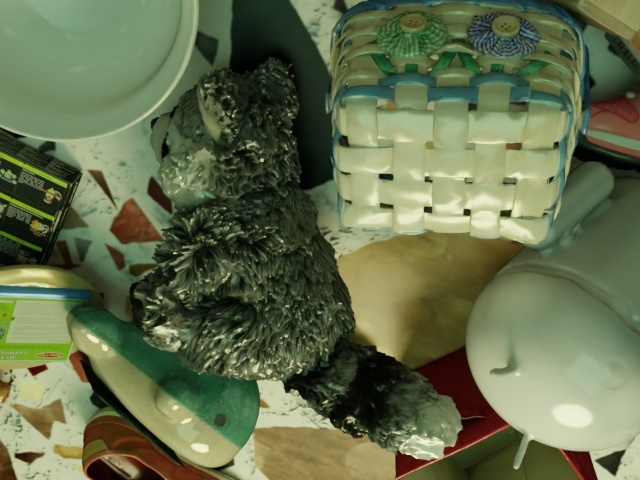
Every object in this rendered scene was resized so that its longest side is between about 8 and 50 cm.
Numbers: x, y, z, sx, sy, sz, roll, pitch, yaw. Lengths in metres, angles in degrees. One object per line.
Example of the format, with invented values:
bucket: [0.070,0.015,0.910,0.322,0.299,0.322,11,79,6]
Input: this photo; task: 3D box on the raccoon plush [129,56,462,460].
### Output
raccoon plush: [0.000,0.000,0.860,0.446,0.216,0.299,23,113,-2]

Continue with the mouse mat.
mouse mat: [-0.248,0.220,1.028,0.007,0.189,0.152,-47,109,-11]

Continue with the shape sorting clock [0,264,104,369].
shape sorting clock: [-0.380,0.099,1.004,0.206,0.040,0.206,-14,138,-14]

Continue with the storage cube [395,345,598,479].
storage cube: [0.216,0.251,0.984,0.183,0.193,0.215,-32,110,19]

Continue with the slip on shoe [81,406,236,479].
slip on shoe: [-0.208,0.370,1.135,0.123,0.101,0.331,-41,109,20]

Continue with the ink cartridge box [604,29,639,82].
ink cartridge box: [0.393,-0.199,0.763,0.179,0.045,0.145,-35,83,4]

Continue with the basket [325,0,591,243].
basket: [0.129,-0.132,0.731,0.254,0.289,0.201,3,121,8]

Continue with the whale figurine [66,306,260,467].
whale figurine: [-0.189,0.160,0.992,0.272,0.216,0.141,44,76,-14]

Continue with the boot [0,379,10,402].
boot: [-0.525,0.166,1.049,0.220,0.109,0.283,23,119,-6]

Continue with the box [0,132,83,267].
box: [-0.412,-0.046,0.968,0.190,0.045,0.184,25,115,-9]

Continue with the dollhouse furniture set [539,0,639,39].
dollhouse furniture set: [0.132,-0.363,0.593,0.394,0.362,0.257,20,109,-28]

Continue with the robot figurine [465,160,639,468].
robot figurine: [0.286,0.072,0.810,0.199,0.353,0.300,0,123,54]

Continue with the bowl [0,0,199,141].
bowl: [-0.257,-0.258,0.794,0.297,0.134,0.298,2,117,4]

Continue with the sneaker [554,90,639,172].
sneaker: [0.386,-0.135,0.836,0.313,0.116,0.136,10,93,4]
